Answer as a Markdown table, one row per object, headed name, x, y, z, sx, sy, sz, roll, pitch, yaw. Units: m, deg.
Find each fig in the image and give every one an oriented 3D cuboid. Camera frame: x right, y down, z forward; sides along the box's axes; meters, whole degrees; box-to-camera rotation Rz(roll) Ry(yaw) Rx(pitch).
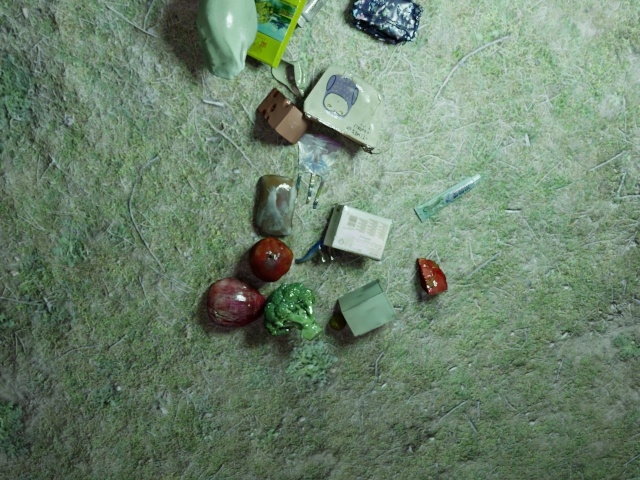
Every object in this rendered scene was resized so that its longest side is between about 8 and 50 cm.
| name | x | y | z | sx | sy | sz | roll | pitch | yaw |
| --- | --- | --- | --- | --- | --- | --- | --- | --- | --- |
| fig | 0.077 | 0.368 | 2.007 | 0.074 | 0.088 | 0.073 | 3 | 99 | 17 |

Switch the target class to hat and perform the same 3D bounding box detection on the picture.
| name | x | y | z | sx | sy | sz | roll | pitch | yaw |
| --- | --- | --- | --- | --- | --- | --- | --- | --- | --- |
| hat | -0.109 | -0.625 | 1.696 | 0.166 | 0.081 | 0.122 | 29 | 143 | 2 |

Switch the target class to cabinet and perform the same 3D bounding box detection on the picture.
| name | x | y | z | sx | sy | sz | roll | pitch | yaw |
| --- | --- | --- | --- | --- | --- | --- | --- | --- | --- |
| cabinet | 0.205 | 0.296 | 1.964 | 0.206 | 0.145 | 0.150 | -27 | 108 | 4 |

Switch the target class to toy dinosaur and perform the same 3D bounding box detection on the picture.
| name | x | y | z | sx | sy | sz | roll | pitch | yaw |
| --- | --- | --- | --- | --- | --- | --- | --- | --- | --- |
| toy dinosaur | 0.000 | 0.000 | 1.909 | 0.248 | 0.075 | 0.188 | -12 | 98 | 5 |

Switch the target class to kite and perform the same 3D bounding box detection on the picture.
| name | x | y | z | sx | sy | sz | roll | pitch | yaw |
| --- | --- | --- | --- | --- | --- | --- | --- | --- | --- |
| kite | -0.039 | -0.281 | 1.833 | 0.170 | 0.015 | 0.309 | 17 | 105 | -8 |

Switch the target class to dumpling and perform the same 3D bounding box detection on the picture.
| name | x | y | z | sx | sy | sz | roll | pitch | yaw |
| --- | --- | --- | --- | --- | --- | --- | --- | --- | --- |
| dumpling | -0.318 | -0.735 | 1.539 | 0.212 | 0.270 | 0.320 | 24 | 76 | -16 |

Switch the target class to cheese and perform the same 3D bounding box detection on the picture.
| name | x | y | z | sx | sy | sz | roll | pitch | yaw |
| --- | --- | --- | --- | --- | --- | --- | --- | --- | --- |
| cheese | -0.129 | -0.464 | 1.679 | 0.203 | 0.177 | 0.128 | 41 | 100 | -15 |

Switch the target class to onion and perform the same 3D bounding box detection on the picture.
| name | x | y | z | sx | sy | sz | roll | pitch | yaw |
| --- | --- | --- | --- | --- | --- | --- | --- | --- | --- |
| onion | -0.347 | 0.279 | 1.926 | 0.284 | 0.120 | 0.226 | -2 | 112 | -5 |

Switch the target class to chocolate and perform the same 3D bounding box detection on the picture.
| name | x | y | z | sx | sy | sz | roll | pitch | yaw |
| --- | --- | --- | --- | --- | --- | --- | --- | --- | --- |
| chocolate | -0.181 | -0.134 | 1.824 | 0.157 | 0.080 | 0.253 | 8 | 107 | -2 |

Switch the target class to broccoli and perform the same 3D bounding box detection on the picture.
| name | x | y | z | sx | sy | sz | roll | pitch | yaw |
| --- | --- | --- | --- | --- | --- | --- | --- | --- | --- |
| broccoli | -0.108 | 0.311 | 1.899 | 0.270 | 0.270 | 0.270 | 42 | 102 | 18 |

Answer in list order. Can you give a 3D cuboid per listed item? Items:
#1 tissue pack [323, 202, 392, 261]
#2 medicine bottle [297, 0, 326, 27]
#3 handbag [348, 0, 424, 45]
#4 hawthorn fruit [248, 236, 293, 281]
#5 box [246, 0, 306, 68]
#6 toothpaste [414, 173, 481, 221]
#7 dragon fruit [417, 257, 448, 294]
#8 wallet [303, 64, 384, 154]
| name | x | y | z | sx | sy | sz | roll | pitch | yaw |
| --- | --- | --- | --- | --- | --- | --- | --- | --- | --- |
| tissue pack | 0.152 | -0.034 | 1.843 | 0.225 | 0.124 | 0.184 | 16 | 94 | -19 |
| medicine bottle | -0.045 | -0.842 | 1.620 | 0.079 | 0.079 | 0.140 | 39 | 101 | -15 |
| handbag | 0.237 | -0.820 | 1.635 | 0.261 | 0.113 | 0.161 | 22 | 98 | -10 |
| hawthorn fruit | -0.197 | 0.071 | 1.825 | 0.190 | 0.251 | 0.189 | 2 | 82 | -16 |
| box | -0.167 | -0.807 | 1.598 | 0.187 | 0.047 | 0.334 | 31 | 104 | 15 |
| toothpaste | 0.541 | -0.186 | 1.897 | 0.297 | 0.048 | 0.074 | -33 | 108 | 9 |
| dragon fruit | 0.492 | 0.149 | 1.959 | 0.127 | 0.120 | 0.160 | -16 | 103 | -5 |
| wallet | 0.110 | -0.497 | 1.690 | 0.336 | 0.068 | 0.274 | 24 | 74 | -19 |
